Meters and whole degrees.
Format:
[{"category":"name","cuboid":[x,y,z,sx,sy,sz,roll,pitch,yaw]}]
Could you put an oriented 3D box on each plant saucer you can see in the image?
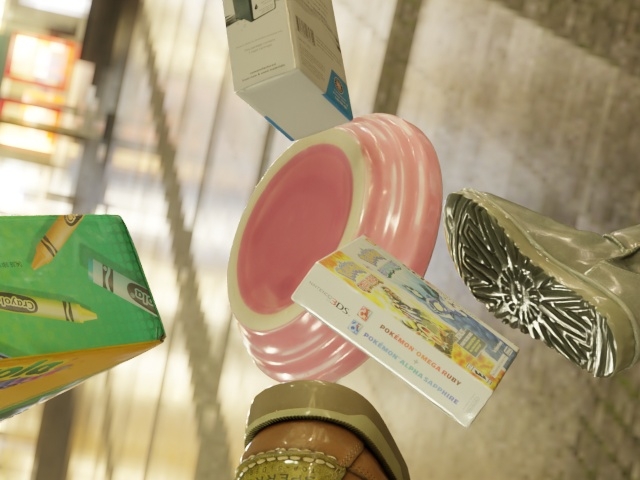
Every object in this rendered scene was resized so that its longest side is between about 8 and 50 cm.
[{"category":"plant saucer","cuboid":[0.000,0.000,2.012,0.332,0.084,0.332,-34,42,38]}]

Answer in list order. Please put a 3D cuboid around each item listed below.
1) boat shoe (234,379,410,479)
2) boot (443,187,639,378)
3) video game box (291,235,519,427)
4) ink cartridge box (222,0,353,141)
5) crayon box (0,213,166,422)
[{"category":"boat shoe","cuboid":[0.034,0.214,1.061,0.307,0.111,0.104,51,-146,-37]},{"category":"boot","cuboid":[0.206,0.000,1.094,0.189,0.208,0.076,43,145,39]},{"category":"video game box","cuboid":[0.081,0.075,1.577,0.048,0.187,0.205,-57,-7,12]},{"category":"ink cartridge box","cuboid":[-0.039,-0.223,1.899,0.139,0.082,0.190,38,-144,-57]},{"category":"crayon box","cuboid":[-0.230,0.055,0.913,0.165,0.278,0.081,-27,78,28]}]
